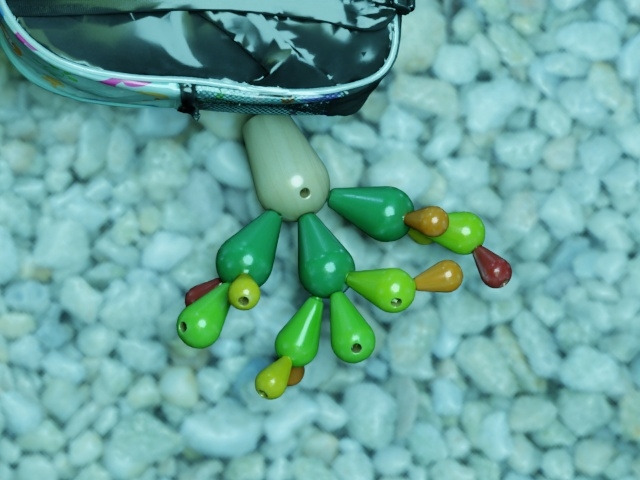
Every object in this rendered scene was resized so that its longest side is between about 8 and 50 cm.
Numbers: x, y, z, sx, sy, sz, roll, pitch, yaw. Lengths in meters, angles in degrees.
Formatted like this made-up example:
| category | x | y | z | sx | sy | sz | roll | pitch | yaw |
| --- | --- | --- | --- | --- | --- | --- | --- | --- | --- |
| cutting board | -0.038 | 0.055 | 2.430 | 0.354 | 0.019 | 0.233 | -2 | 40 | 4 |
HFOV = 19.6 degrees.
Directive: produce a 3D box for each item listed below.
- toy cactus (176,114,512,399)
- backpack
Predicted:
| category | x | y | z | sx | sy | sz | roll | pitch | yaw |
| --- | --- | --- | --- | --- | --- | --- | --- | --- | --- |
| toy cactus | 0.000 | 0.000 | 1.222 | 0.219 | 0.112 | 0.180 | -21 | 71 | -4 |
| backpack | -0.086 | -0.187 | 1.161 | 0.254 | 0.191 | 0.225 | 1 | 84 | -13 |
